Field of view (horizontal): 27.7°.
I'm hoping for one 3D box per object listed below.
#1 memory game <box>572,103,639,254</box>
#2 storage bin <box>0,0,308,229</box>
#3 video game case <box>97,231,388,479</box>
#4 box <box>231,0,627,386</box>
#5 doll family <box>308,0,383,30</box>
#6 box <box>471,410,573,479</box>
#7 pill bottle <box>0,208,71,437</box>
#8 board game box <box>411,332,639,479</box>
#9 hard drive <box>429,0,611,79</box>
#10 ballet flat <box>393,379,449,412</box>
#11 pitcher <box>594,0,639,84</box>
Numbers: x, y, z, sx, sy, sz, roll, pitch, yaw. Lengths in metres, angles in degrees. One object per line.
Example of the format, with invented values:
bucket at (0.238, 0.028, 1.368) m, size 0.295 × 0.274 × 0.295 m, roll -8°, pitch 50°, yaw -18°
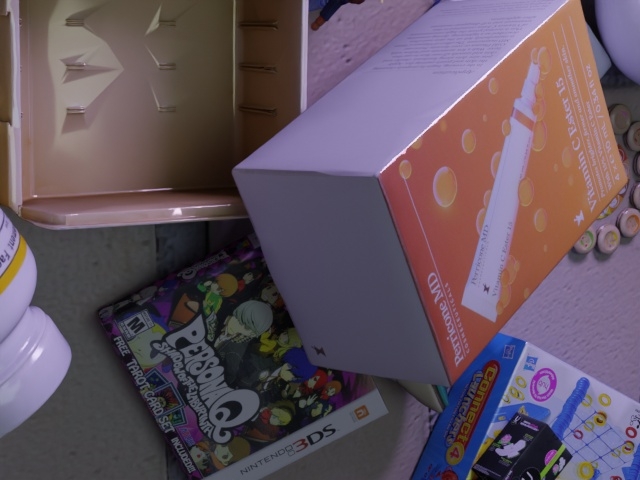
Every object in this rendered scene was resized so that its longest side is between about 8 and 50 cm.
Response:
memory game at (0.333, -0.072, 1.536) m, size 0.186 × 0.012 × 0.186 m, roll -6°, pitch 101°, yaw -31°
storage bin at (-0.153, -0.154, 1.156) m, size 0.260 × 0.123 × 0.262 m, roll -5°, pitch 102°, yaw -32°
video game case at (-0.071, 0.120, 1.266) m, size 0.210 × 0.042 × 0.232 m, roll -27°, pitch 113°, yaw -5°
box at (0.115, -0.059, 1.201) m, size 0.345 × 0.168 × 0.215 m, roll -43°, pitch 123°, yaw -37°
doll family at (0.046, -0.282, 1.262) m, size 0.076 × 0.111 × 0.193 m, roll 23°, pitch 86°, yaw -33°
box at (0.217, 0.238, 1.391) m, size 0.083 × 0.052 × 0.062 m, roll -48°, pitch 120°, yaw -14°
pill bottle at (-0.348, 0.005, 1.025) m, size 0.188 × 0.188 × 0.334 m, roll -41°, pitch 117°, yaw -19°
board game box at (0.251, 0.298, 1.506) m, size 0.308 × 0.086 × 0.302 m, roll 28°, pitch 83°, yaw -32°
hard drive at (0.166, -0.153, 1.400) m, size 0.318 × 0.040 × 0.210 m, roll -50°, pitch 120°, yaw -15°
ballet flat at (0.073, 0.077, 1.367) m, size 0.086 × 0.086 × 0.248 m, roll -26°, pitch 113°, yaw -26°
pitcher at (0.368, -0.289, 1.464) m, size 0.207 × 0.125 × 0.177 m, roll 55°, pitch 39°, yaw -30°
